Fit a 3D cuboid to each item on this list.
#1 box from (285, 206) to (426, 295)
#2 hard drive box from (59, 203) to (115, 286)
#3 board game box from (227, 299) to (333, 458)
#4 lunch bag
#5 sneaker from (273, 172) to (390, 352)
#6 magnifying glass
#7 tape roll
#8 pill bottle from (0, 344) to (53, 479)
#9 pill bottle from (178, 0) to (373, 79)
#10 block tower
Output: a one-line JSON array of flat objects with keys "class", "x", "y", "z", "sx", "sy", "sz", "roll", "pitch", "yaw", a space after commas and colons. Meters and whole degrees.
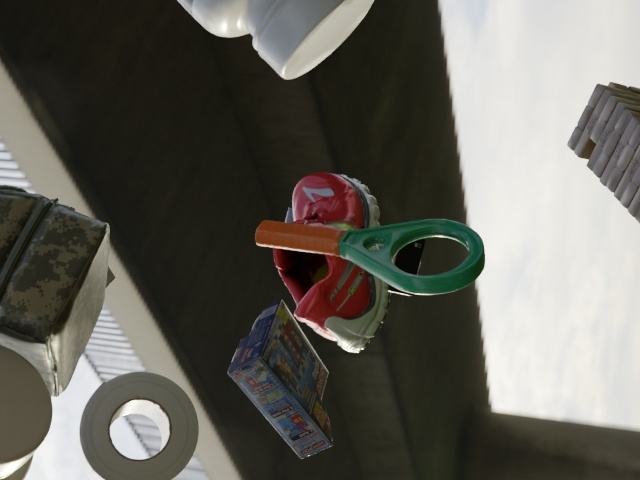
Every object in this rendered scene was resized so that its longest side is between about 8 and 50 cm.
[{"class": "box", "x": 0.044, "y": 0.016, "z": 1.666, "sx": 0.156, "sy": 0.158, "sz": 0.093, "roll": 13, "pitch": -90, "yaw": -31}, {"class": "hard drive box", "x": -0.494, "y": 0.074, "z": 1.943, "sx": 0.232, "sy": 0.089, "sz": 0.181, "roll": -50, "pitch": -46, "yaw": -30}, {"class": "board game box", "x": -0.047, "y": 0.216, "z": 1.679, "sx": 0.194, "sy": 0.060, "sz": 0.194, "roll": 59, "pitch": -162, "yaw": -15}, {"class": "lunch bag", "x": -0.450, "y": 0.057, "z": 1.590, "sx": 0.305, "sy": 0.256, "sz": 0.212, "roll": 112, "pitch": 177, "yaw": -63}, {"class": "sneaker", "x": 0.000, "y": 0.000, "z": 1.248, "sx": 0.118, "sy": 0.107, "sz": 0.279, "roll": 26, "pitch": -153, "yaw": -27}, {"class": "magnifying glass", "x": 0.044, "y": 0.007, "z": 1.070, "sx": 0.092, "sy": 0.231, "sz": 0.026, "roll": -56, "pitch": -34, "yaw": -43}, {"class": "tape roll", "x": -0.387, "y": 0.411, "z": 2.360, "sx": 0.169, "sy": 0.246, "sz": 0.246, "roll": 128, "pitch": 157, "yaw": -67}, {"class": "pill bottle", "x": -0.510, "y": 0.298, "z": 1.501, "sx": 0.204, "sy": 0.361, "sz": 0.204, "roll": 25, "pitch": -138, "yaw": -25}, {"class": "pill bottle", "x": -0.052, "y": -0.170, "z": 0.602, "sx": 0.094, "sy": 0.169, "sz": 0.094, "roll": -42, "pitch": -7, "yaw": -6}, {"class": "block tower", "x": 0.399, "y": -0.064, "z": 1.267, "sx": 0.335, "sy": 0.091, "sz": 0.097, "roll": -118, "pitch": 43, "yaw": -53}]
